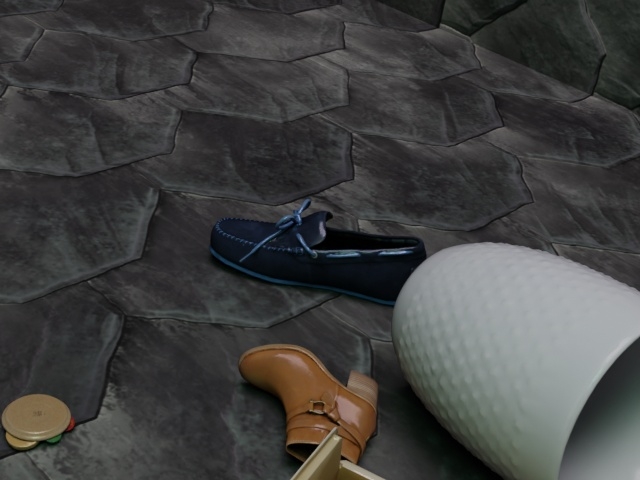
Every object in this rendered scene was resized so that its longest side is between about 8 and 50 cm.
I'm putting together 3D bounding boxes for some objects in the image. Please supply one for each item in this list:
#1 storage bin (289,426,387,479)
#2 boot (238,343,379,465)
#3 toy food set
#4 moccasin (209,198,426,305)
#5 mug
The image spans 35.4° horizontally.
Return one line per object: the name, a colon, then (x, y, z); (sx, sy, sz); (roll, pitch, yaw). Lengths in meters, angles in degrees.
storage bin: (0.073, 0.343, 1.010); (0.262, 0.123, 0.260); (22, 33, 19)
boot: (-0.027, 0.210, 1.257); (0.197, 0.073, 0.152); (12, 34, 8)
toy food set: (-0.339, 0.215, 1.202); (0.082, 0.020, 0.083); (-7, 34, -28)
moccasin: (0.000, 0.000, 1.568); (0.341, 0.117, 0.138); (10, 30, 0)
mug: (0.287, 0.160, 1.283); (0.374, 0.276, 0.328); (23, 6, -46)
